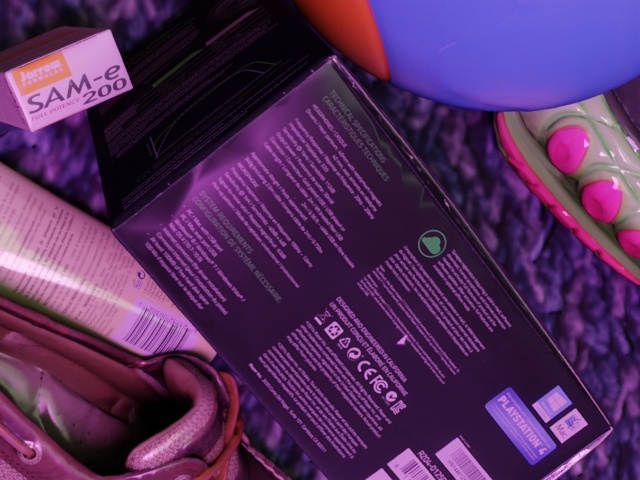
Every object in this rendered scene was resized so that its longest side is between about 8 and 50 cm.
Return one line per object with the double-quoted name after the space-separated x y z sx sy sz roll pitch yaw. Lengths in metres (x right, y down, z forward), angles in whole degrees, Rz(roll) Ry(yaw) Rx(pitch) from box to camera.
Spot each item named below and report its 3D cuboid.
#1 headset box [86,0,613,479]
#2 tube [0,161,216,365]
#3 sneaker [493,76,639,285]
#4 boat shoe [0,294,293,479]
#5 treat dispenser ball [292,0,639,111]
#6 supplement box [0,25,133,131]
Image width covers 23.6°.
0.000 0.000 0.836 0.131 0.283 0.246 -38 111 2 "headset box"
-0.165 0.005 0.883 0.240 0.070 0.062 27 129 -22 "tube"
0.329 0.005 1.030 0.483 0.185 0.202 44 84 -25 "sneaker"
-0.099 0.125 0.871 0.342 0.123 0.123 35 42 -20 "boat shoe"
0.102 -0.214 0.833 0.288 0.288 0.288 -4 100 -23 "treat dispenser ball"
-0.150 -0.090 0.846 0.062 0.098 0.036 -26 108 -18 "supplement box"
